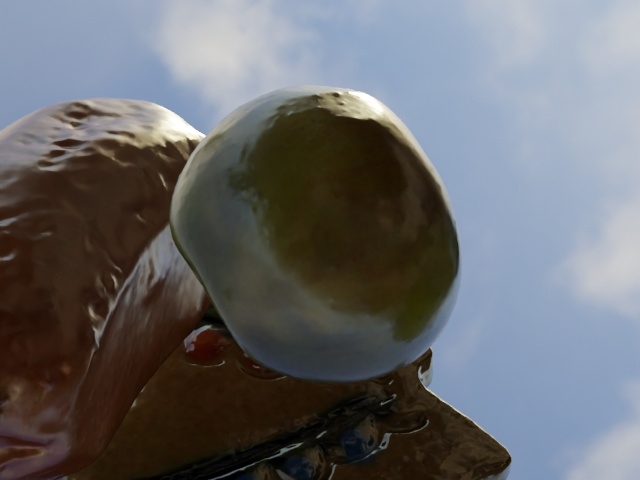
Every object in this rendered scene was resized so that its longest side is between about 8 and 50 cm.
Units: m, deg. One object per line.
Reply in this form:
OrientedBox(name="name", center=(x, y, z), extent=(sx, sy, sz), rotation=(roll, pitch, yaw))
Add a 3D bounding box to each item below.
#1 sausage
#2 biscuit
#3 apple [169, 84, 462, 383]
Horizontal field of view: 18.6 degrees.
OrientedBox(name="sausage", center=(-0.127, 0.018, 0.872), extent=(0.133, 0.133, 0.258), rotation=(48, -144, -9))
OrientedBox(name="biscuit", center=(-0.025, 0.122, 0.965), extent=(0.278, 0.043, 0.301), rotation=(-6, -128, -2))
OrientedBox(name="apple", center=(0.000, 0.000, 0.567), extent=(0.090, 0.074, 0.089), rotation=(59, 175, 9))
